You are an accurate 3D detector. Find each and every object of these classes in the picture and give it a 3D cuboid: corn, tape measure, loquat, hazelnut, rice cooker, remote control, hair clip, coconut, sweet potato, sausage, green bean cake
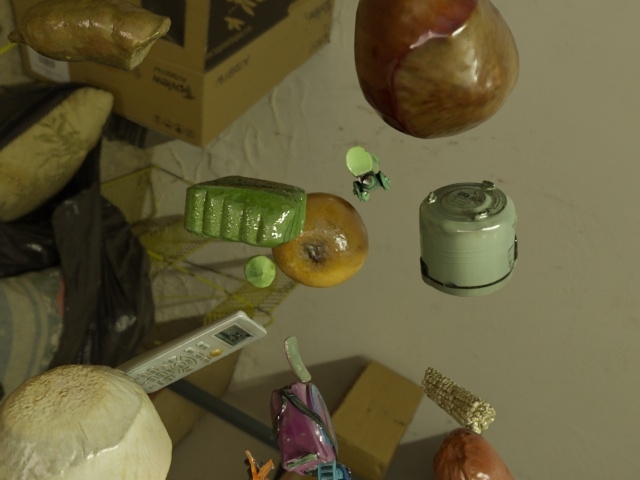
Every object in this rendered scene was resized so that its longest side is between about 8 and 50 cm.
[{"bbox_3d":[0.326,0.392,1.497,0.087,0.211,0.087,-16,117,-35],"label":"corn"},{"bbox_3d":[-0.051,0.488,1.593,0.149,0.231,0.245,-23,143,4],"label":"tape measure"},{"bbox_3d":[0.000,0.000,1.645,0.263,0.263,0.263,-60,169,-20],"label":"loquat"},{"bbox_3d":[0.227,-0.386,1.292,0.365,0.366,0.366,-60,169,-20],"label":"hazelnut"},{"bbox_3d":[0.331,0.001,1.385,0.226,0.226,0.244,-52,139,-50],"label":"rice cooker"},{"bbox_3d":[-0.266,0.215,1.198,0.313,0.055,0.109,-27,144,10],"label":"remote control"},{"bbox_3d":[-0.068,0.341,1.755,0.022,0.137,0.054,-28,171,38],"label":"hair clip"},{"bbox_3d":[-0.160,0.080,1.605,0.087,0.088,0.096,-64,-159,-1],"label":"coconut"},{"bbox_3d":[-0.508,-0.457,1.329,0.158,0.370,0.157,9,90,-89],"label":"sweet potato"},{"bbox_3d":[-0.417,0.381,1.082,0.328,0.329,0.329,-60,169,-20],"label":"coconut"},{"bbox_3d":[0.247,0.382,0.944,0.113,0.114,0.259,-58,132,-30],"label":"sausage"},{"bbox_3d":[-0.158,-0.066,1.366,0.222,0.248,0.124,-37,135,-71],"label":"green bean cake"}]

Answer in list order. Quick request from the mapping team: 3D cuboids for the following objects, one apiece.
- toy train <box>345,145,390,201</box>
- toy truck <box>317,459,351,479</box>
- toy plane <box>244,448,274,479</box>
[{"bbox_3d":[0.131,-0.199,1.748,0.105,0.157,0.253,-22,179,12],"label":"toy train"},{"bbox_3d":[0.024,0.474,1.117,0.074,0.063,0.136,53,27,-58],"label":"toy truck"},{"bbox_3d":[-0.184,0.646,1.707,0.135,0.062,0.188,-50,122,-44],"label":"toy plane"}]
